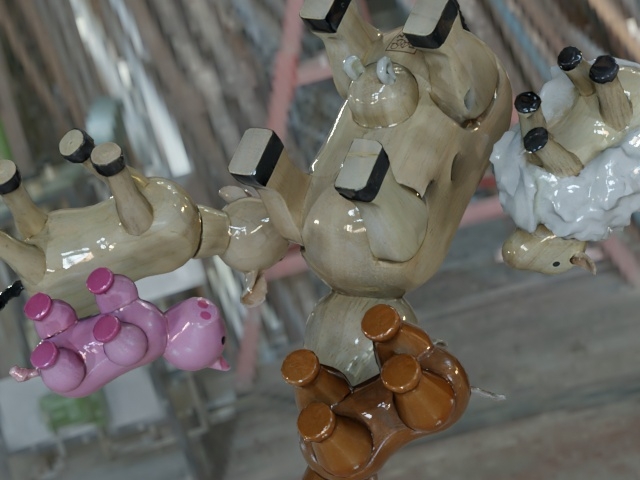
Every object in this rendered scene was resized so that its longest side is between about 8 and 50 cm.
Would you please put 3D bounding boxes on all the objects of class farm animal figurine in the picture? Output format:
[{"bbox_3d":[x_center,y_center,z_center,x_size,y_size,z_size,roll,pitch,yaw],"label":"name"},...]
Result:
[{"bbox_3d":[0.000,0.000,0.951,0.330,0.172,0.327,31,78,37],"label":"farm animal figurine"}]
